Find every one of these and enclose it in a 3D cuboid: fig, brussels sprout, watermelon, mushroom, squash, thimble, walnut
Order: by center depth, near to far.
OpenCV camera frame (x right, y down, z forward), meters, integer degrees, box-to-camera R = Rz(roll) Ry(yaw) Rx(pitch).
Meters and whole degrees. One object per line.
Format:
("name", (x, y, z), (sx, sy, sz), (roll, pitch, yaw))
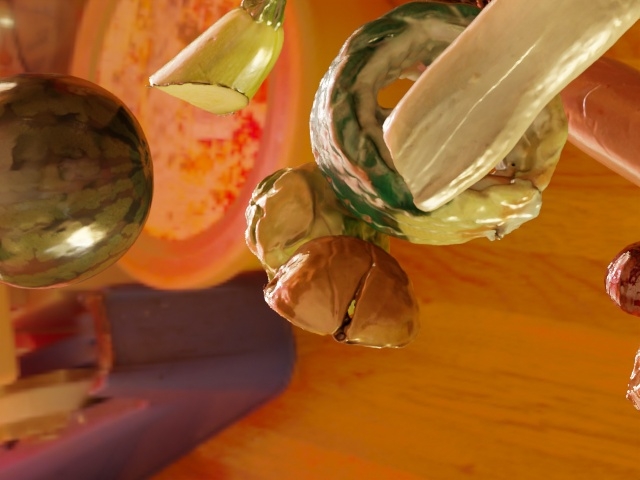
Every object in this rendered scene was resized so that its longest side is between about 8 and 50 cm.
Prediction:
("mushroom", (0.097, -0.097, 0.510), (0.202, 0.059, 0.054), (-52, 17, 14))
("squash", (-0.083, -0.170, 1.156), (0.200, 0.090, 0.075), (-37, 27, 48))
("watermelon", (-0.263, -0.056, 1.166), (0.212, 0.212, 0.212), (-1, 88, 46))
("walnut", (0.028, 0.040, 1.305), (0.211, 0.167, 0.087), (-112, 33, -76))
("thimble", (0.134, -0.125, 1.414), (0.288, 0.254, 0.167), (45, 167, 2))
("brussels sprout", (0.000, 0.000, 1.562), (0.161, 0.223, 0.223), (-19, 75, 34))
("fig", (0.467, 0.051, 1.747), (0.128, 0.128, 0.150), (63, 152, 26))

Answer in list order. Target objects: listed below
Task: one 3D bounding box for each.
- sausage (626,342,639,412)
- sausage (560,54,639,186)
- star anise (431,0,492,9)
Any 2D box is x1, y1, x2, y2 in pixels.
("sausage", (0.337, 0.085, 0.748), (0.083, 0.300, 0.089), (85, -171, -58))
("sausage", (0.388, -0.129, 1.481), (0.304, 0.121, 0.121), (43, 119, 45))
("star anise", (0.280, -0.316, 1.961), (0.088, 0.288, 0.288), (-52, 54, 27))
